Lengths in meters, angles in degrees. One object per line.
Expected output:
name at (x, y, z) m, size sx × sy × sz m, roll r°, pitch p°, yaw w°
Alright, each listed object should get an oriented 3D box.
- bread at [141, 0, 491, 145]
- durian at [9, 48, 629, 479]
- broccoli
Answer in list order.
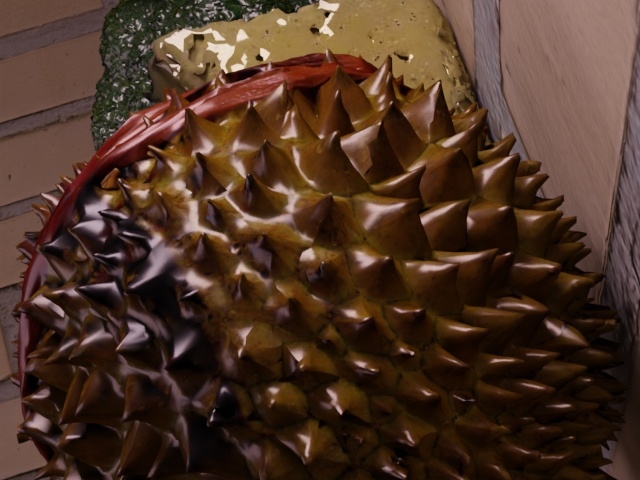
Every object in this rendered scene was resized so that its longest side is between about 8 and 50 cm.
bread at (0.012, 0.002, 1.146) m, size 0.248 × 0.279 × 0.315 m, roll 92°, pitch 174°, yaw -63°
durian at (-0.005, 0.069, 0.864) m, size 0.347 × 0.384 × 0.347 m, roll -49°, pitch -29°, yaw -40°
broccoli at (-0.053, -0.139, 1.437) m, size 0.283 × 0.304 × 0.321 m, roll 60°, pitch -163°, yaw -58°
